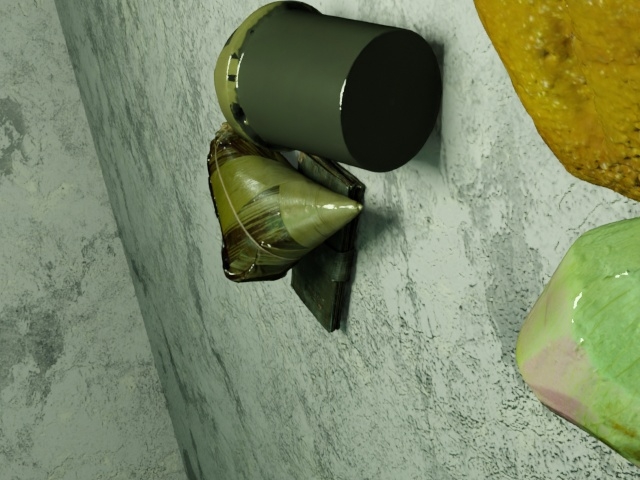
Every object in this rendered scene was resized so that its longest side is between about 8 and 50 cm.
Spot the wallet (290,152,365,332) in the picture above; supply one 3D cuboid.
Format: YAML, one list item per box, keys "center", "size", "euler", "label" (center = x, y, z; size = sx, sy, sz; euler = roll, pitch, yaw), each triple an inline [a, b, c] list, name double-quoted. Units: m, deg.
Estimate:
- center: [-0.001, 0.000, 1.174]
  size: [0.169, 0.044, 0.317]
  euler: [47, 141, 42]
  label: "wallet"

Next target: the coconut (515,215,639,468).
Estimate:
- center: [0.287, 0.096, 0.574]
  size: [0.205, 0.235, 0.236]
  euler: [-88, 4, -51]
  label: "coconut"

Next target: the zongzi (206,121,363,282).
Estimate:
- center: [-0.060, -0.108, 1.070]
  size: [0.317, 0.154, 0.289]
  euler: [-32, 68, 44]
  label: "zongzi"

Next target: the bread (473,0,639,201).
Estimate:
- center: [0.256, -0.117, 0.431]
  size: [0.337, 0.148, 0.328]
  euler: [33, 164, 52]
  label: "bread"

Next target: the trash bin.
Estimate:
- center: [-0.015, -0.218, 0.909]
  size: [0.333, 0.214, 0.214]
  euler: [25, 127, 48]
  label: "trash bin"
